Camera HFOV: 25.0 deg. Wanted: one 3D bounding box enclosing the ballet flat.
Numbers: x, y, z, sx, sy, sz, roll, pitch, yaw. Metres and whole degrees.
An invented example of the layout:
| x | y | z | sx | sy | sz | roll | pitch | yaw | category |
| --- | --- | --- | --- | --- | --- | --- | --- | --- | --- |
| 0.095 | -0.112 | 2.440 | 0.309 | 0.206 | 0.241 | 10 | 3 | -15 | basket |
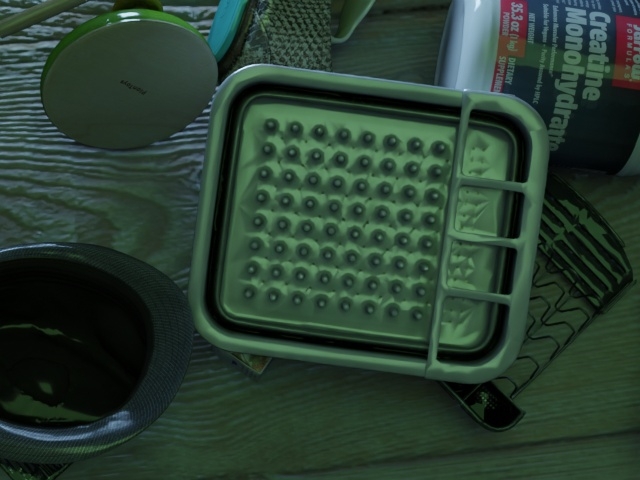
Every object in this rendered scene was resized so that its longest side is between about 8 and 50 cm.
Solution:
| x | y | z | sx | sy | sz | roll | pitch | yaw | category |
| --- | --- | --- | --- | --- | --- | --- | --- | --- | --- |
| 0.003 | -0.378 | 1.579 | 0.182 | 0.164 | 0.483 | 13 | 82 | -20 | ballet flat |

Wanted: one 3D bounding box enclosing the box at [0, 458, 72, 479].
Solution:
| x | y | z | sx | sy | sz | roll | pitch | yaw | category |
| --- | --- | --- | --- | --- | --- | --- | --- | --- | --- |
| -0.296 | 0.210 | 1.463 | 0.067 | 0.018 | 0.083 | -42 | 85 | -14 | box |

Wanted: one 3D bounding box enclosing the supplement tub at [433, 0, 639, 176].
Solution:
| x | y | z | sx | sy | sz | roll | pitch | yaw | category |
| --- | --- | --- | --- | --- | --- | --- | --- | --- | --- |
| 0.268 | -0.171 | 1.532 | 0.272 | 0.191 | 0.191 | 8 | 76 | -5 | supplement tub |

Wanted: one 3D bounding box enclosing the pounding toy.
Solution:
| x | y | z | sx | sy | sz | roll | pitch | yaw | category |
| --- | --- | --- | --- | --- | --- | --- | --- | --- | --- |
| -0.215 | -0.209 | 1.487 | 0.183 | 0.237 | 0.110 | -22 | 54 | 4 | pounding toy |

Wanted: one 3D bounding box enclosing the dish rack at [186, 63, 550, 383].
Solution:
| x | y | z | sx | sy | sz | roll | pitch | yaw | category |
| --- | --- | --- | --- | --- | --- | --- | --- | --- | --- |
| 0.045 | -0.018 | 1.434 | 0.333 | 0.072 | 0.285 | 7 | 93 | -2 | dish rack |

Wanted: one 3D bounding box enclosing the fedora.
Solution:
| x | y | z | sx | sy | sz | roll | pitch | yaw | category |
| --- | --- | --- | --- | --- | --- | --- | --- | --- | --- |
| -0.260 | 0.126 | 1.416 | 0.275 | 0.124 | 0.243 | 7 | 56 | 2 | fedora |

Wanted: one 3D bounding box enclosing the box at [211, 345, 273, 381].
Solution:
| x | y | z | sx | sy | sz | roll | pitch | yaw | category |
| --- | --- | --- | --- | --- | --- | --- | --- | --- | --- |
| 0.000 | 0.000 | 1.525 | 0.063 | 0.067 | 0.324 | 35 | 76 | 2 | box |

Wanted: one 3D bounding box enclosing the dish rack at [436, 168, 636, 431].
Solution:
| x | y | z | sx | sy | sz | roll | pitch | yaw | category |
| --- | --- | --- | --- | --- | --- | --- | --- | --- | --- |
| 0.201 | 0.048 | 1.534 | 0.271 | 0.074 | 0.208 | -42 | 86 | -14 | dish rack |
